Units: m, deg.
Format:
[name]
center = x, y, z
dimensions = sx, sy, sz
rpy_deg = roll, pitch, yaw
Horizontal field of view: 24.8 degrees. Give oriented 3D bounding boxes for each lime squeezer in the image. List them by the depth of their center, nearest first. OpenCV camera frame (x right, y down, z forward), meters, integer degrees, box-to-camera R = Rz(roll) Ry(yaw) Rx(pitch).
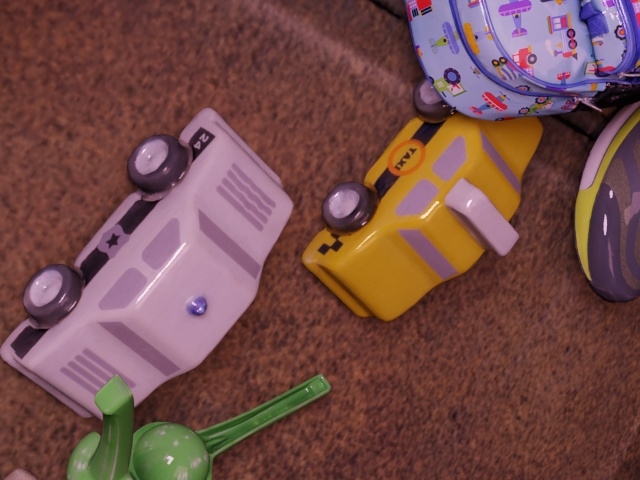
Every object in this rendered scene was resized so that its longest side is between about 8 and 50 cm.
[lime squeezer]
center = -0.088, 0.114, 0.854
dimensions = 0.110, 0.059, 0.310
rpy_deg = -58, 161, 6

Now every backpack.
[backpack]
center = 0.142, -0.153, 0.875
dimensions = 0.173, 0.117, 0.158
rpy_deg = -11, 90, -27

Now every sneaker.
[sneaker]
center = 0.299, -0.076, 1.064
dimensions = 0.300, 0.121, 0.111
rpy_deg = -54, 135, -3

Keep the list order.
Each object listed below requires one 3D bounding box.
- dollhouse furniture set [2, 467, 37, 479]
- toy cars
[dollhouse furniture set]
center = -0.165, 0.226, 0.785
dimensions = 0.301, 0.197, 0.151
rpy_deg = 33, 89, -45
[toy cars]
center = 0.000, 0.000, 0.878
dimensions = 0.393, 0.087, 0.176
rpy_deg = -18, 123, -32
